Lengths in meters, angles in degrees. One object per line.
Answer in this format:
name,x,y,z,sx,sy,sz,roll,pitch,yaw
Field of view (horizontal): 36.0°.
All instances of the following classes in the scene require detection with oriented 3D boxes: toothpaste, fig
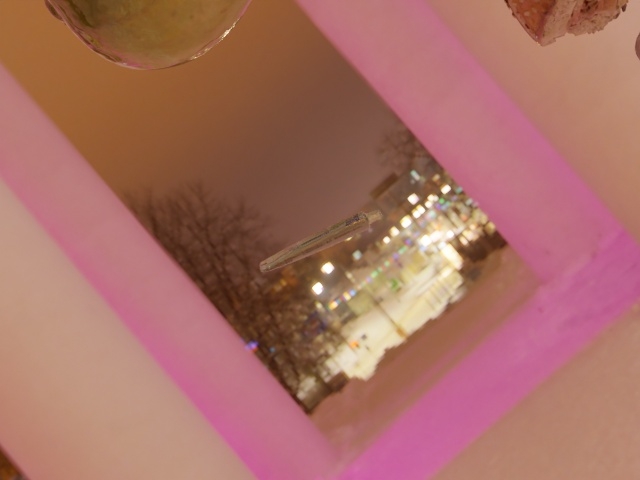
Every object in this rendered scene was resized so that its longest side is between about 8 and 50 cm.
toothpaste,0.000,0.000,1.462,0.197,0.029,0.048,-25,17,0
fig,-0.152,-0.338,0.985,0.326,0.258,0.258,-47,-3,10

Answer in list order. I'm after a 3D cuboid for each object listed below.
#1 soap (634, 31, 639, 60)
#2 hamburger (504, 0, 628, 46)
soap,0.569,-0.341,1.225,0.350,0.212,0.435,-16,0,26
hamburger,0.435,-0.564,1.690,0.268,0.287,0.445,-25,-28,-33
